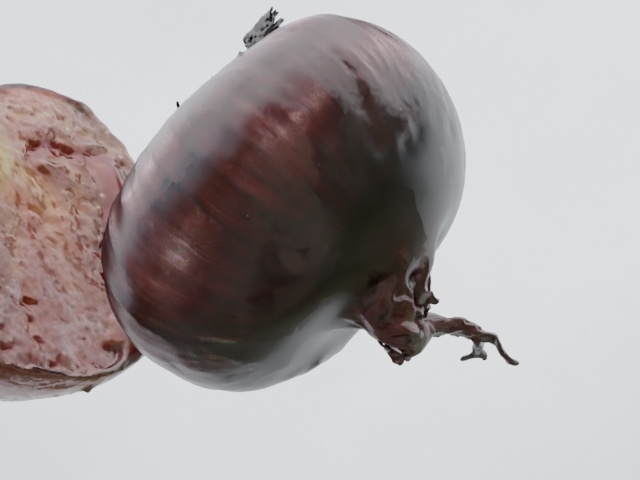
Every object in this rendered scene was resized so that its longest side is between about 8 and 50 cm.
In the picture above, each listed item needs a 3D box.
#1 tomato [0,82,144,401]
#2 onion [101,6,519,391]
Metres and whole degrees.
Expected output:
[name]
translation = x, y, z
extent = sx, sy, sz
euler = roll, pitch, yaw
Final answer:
[tomato]
translation = -0.260, 0.022, 1.236
extent = 0.309, 0.309, 0.170
euler = 25, -48, -23
[onion]
translation = 0.000, 0.000, 1.017
extent = 0.285, 0.273, 0.273
euler = 43, -61, 16
